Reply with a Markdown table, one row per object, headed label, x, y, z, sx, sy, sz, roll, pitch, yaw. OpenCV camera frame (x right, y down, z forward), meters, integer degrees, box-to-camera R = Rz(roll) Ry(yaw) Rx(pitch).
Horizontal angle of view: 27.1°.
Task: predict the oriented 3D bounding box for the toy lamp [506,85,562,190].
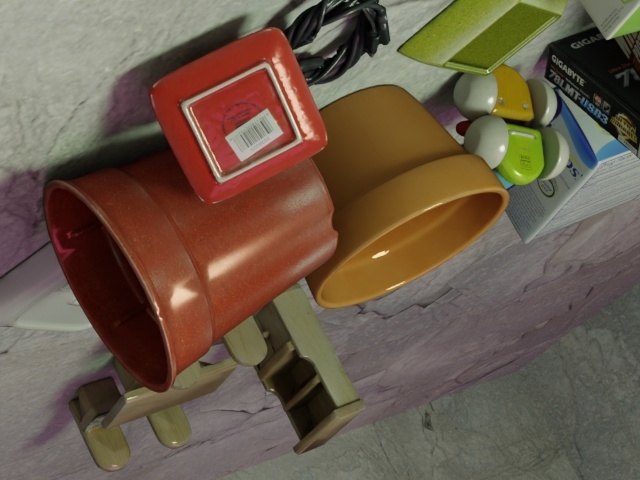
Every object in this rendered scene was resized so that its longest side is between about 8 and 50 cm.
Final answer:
| label | x | y | z | sx | sy | sz | roll | pitch | yaw |
| --- | --- | --- | --- | --- | --- | --- | --- | --- | --- |
| toy lamp | 0.310 | -0.153 | 2.112 | 0.080 | 0.080 | 0.275 | -22 | 161 | -20 |

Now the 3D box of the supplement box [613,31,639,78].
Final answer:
| label | x | y | z | sx | sy | sz | roll | pitch | yaw |
| --- | --- | --- | --- | --- | --- | --- | --- | --- | --- |
| supplement box | 0.493 | -0.308 | 1.747 | 0.191 | 0.194 | 0.129 | -27 | 162 | -6 |

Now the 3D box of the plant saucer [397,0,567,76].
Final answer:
| label | x | y | z | sx | sy | sz | roll | pitch | yaw |
| --- | --- | --- | --- | --- | --- | --- | --- | --- | --- |
| plant saucer | 0.220 | -0.270 | 1.682 | 0.188 | 0.045 | 0.188 | -38 | 161 | 28 |

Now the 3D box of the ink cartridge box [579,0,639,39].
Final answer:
| label | x | y | z | sx | sy | sz | roll | pitch | yaw |
| --- | --- | --- | --- | --- | --- | --- | --- | --- | --- |
| ink cartridge box | 0.413 | -0.297 | 1.547 | 0.097 | 0.255 | 0.189 | -17 | 159 | -33 |

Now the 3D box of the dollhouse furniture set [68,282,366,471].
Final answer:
| label | x | y | z | sx | sy | sz | roll | pitch | yaw |
| --- | --- | --- | --- | --- | --- | --- | --- | --- | --- |
| dollhouse furniture set | -0.166 | 0.264 | 2.251 | 0.394 | 0.256 | 0.362 | -16 | 159 | -36 |

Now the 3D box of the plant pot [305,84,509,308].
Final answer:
| label | x | y | z | sx | sy | sz | roll | pitch | yaw |
| --- | --- | --- | --- | --- | --- | --- | --- | --- | --- |
| plant pot | 0.076 | -0.069 | 1.764 | 0.291 | 0.203 | 0.291 | -26 | 164 | -8 |

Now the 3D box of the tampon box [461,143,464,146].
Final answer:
| label | x | y | z | sx | sy | sz | roll | pitch | yaw |
| --- | --- | --- | --- | --- | --- | --- | --- | --- | --- |
| tampon box | 0.192 | -0.061 | 2.144 | 0.161 | 0.101 | 0.120 | -29 | 164 | 0 |

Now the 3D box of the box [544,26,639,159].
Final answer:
| label | x | y | z | sx | sy | sz | roll | pitch | yaw |
| --- | --- | --- | --- | --- | --- | --- | --- | --- | --- |
| box | 0.522 | -0.222 | 1.880 | 0.295 | 0.293 | 0.073 | -20 | 140 | -22 |

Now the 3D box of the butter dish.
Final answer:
| label | x | y | z | sx | sy | sz | roll | pitch | yaw |
| --- | --- | --- | --- | --- | --- | --- | --- | --- | --- |
| butter dish | -0.097 | -0.146 | 1.440 | 0.160 | 0.118 | 0.160 | -28 | 119 | -6 |

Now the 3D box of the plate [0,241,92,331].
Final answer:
| label | x | y | z | sx | sy | sz | roll | pitch | yaw |
| --- | --- | --- | --- | --- | --- | --- | --- | --- | --- |
| plate | -0.304 | 0.052 | 1.787 | 0.277 | 0.045 | 0.278 | -34 | 162 | 18 |

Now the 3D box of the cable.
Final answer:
| label | x | y | z | sx | sy | sz | roll | pitch | yaw |
| --- | --- | --- | --- | --- | --- | --- | --- | --- | --- |
| cable | 0.005 | -0.230 | 1.478 | 0.150 | 0.047 | 0.184 | -24 | 166 | 1 |

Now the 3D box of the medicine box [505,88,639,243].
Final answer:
| label | x | y | z | sx | sy | sz | roll | pitch | yaw |
| --- | --- | --- | --- | --- | --- | --- | --- | --- | --- |
| medicine box | 0.465 | -0.154 | 2.225 | 0.263 | 0.149 | 0.289 | -20 | 161 | -26 |

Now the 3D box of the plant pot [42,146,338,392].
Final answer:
| label | x | y | z | sx | sy | sz | roll | pitch | yaw |
| --- | --- | --- | --- | --- | --- | --- | --- | --- | --- |
| plant pot | -0.141 | -0.006 | 1.555 | 0.265 | 0.272 | 0.272 | -30 | 165 | -25 |

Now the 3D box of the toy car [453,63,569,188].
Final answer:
| label | x | y | z | sx | sy | sz | roll | pitch | yaw |
| --- | --- | --- | --- | --- | --- | --- | --- | --- | --- |
| toy car | 0.249 | -0.149 | 1.861 | 0.159 | 0.182 | 0.136 | 7 | 151 | -33 |
